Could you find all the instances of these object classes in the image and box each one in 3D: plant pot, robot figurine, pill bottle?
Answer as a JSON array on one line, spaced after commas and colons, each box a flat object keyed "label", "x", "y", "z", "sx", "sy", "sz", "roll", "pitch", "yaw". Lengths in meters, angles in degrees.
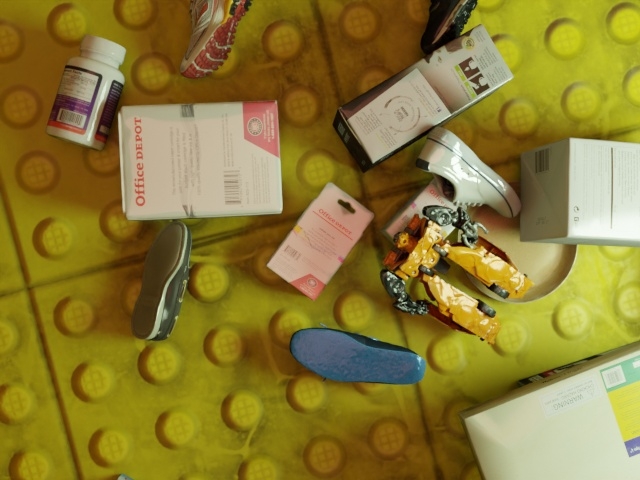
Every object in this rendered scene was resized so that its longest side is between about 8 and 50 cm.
[{"label": "plant pot", "x": 0.379, "y": 0.004, "z": 1.512, "sx": 0.237, "sy": 0.032, "sz": 0.236, "roll": 0, "pitch": 89, "yaw": -3}, {"label": "robot figurine", "x": 0.236, "y": 0.061, "z": 1.402, "sx": 0.291, "sy": 0.085, "sz": 0.211, "roll": 33, "pitch": 93, "yaw": -23}, {"label": "pill bottle", "x": -0.423, "y": -0.270, "z": 1.426, "sx": 0.108, "sy": 0.108, "sz": 0.193, "roll": 17, "pitch": 88, "yaw": -3}]

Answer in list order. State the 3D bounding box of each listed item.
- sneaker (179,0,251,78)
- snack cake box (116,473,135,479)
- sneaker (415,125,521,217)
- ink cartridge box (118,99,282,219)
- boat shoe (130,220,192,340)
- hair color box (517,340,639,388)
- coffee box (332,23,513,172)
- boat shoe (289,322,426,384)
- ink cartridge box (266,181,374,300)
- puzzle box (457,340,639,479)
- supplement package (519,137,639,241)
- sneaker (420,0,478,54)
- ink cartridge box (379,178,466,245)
[{"label": "sneaker", "x": -0.206, "y": -0.408, "z": 1.463, "sx": 0.093, "sy": 0.088, "sz": 0.225, "roll": 26, "pitch": 88, "yaw": 17}, {"label": "snack cake box", "x": -0.298, "y": 0.569, "z": 1.440, "sx": 0.264, "sy": 0.089, "sz": 0.152, "roll": 29, "pitch": 87, "yaw": -3}, {"label": "sneaker", "x": 0.263, "y": -0.102, "z": 1.413, "sx": 0.258, "sy": 0.094, "sz": 0.091, "roll": 35, "pitch": 92, "yaw": -30}, {"label": "ink cartridge box", "x": -0.215, "y": -0.144, "z": 1.433, "sx": 0.283, "sy": 0.117, "sz": 0.207, "roll": -3, "pitch": 90, "yaw": -4}, {"label": "boat shoe", "x": -0.286, "y": 0.076, "z": 1.456, "sx": 0.081, "sy": 0.069, "sz": 0.227, "roll": 16, "pitch": 86, "yaw": 32}, {"label": "hair color box", "x": 0.582, "y": 0.269, "z": 1.445, "sx": 0.375, "sy": 0.185, "sz": 0.113, "roll": -17, "pitch": 91, "yaw": -4}, {"label": "coffee box", "x": 0.180, "y": -0.255, "z": 1.433, "sx": 0.297, "sy": 0.168, "sz": 0.118, "roll": -32, "pitch": 91, "yaw": -4}, {"label": "boat shoe", "x": 0.064, "y": 0.225, "z": 1.466, "sx": 0.258, "sy": 0.089, "sz": 0.109, "roll": 19, "pitch": 90, "yaw": -7}, {"label": "ink cartridge box", "x": 0.000, "y": 0.000, "z": 1.471, "sx": 0.115, "sy": 0.067, "sz": 0.198, "roll": 37, "pitch": 89, "yaw": -3}, {"label": "puzzle box", "x": 0.468, "y": 0.347, "z": 1.320, "sx": 0.409, "sy": 0.052, "sz": 0.272, "roll": -20, "pitch": 93, "yaw": -3}, {"label": "supplement package", "x": 0.537, "y": -0.080, "z": 1.426, "sx": 0.293, "sy": 0.177, "sz": 0.175, "roll": 3, "pitch": 86, "yaw": -14}, {"label": "sneaker", "x": 0.244, "y": -0.487, "z": 1.486, "sx": 0.124, "sy": 0.107, "sz": 0.283, "roll": 29, "pitch": 84, "yaw": 12}, {"label": "ink cartridge box", "x": 0.197, "y": -0.038, "z": 1.471, "sx": 0.092, "sy": 0.090, "sz": 0.143, "roll": 45, "pitch": 88, "yaw": -3}]
